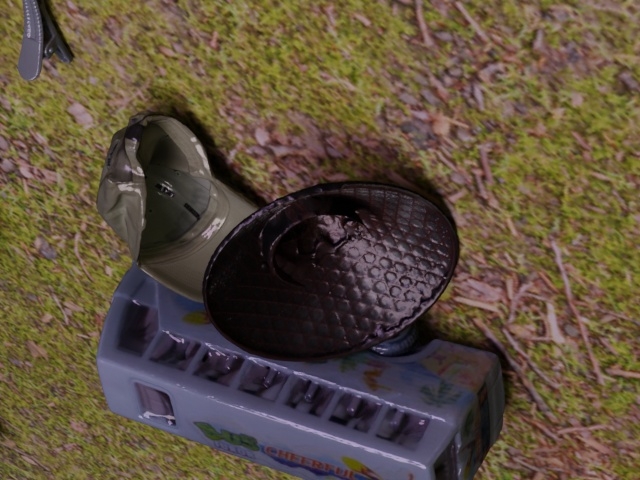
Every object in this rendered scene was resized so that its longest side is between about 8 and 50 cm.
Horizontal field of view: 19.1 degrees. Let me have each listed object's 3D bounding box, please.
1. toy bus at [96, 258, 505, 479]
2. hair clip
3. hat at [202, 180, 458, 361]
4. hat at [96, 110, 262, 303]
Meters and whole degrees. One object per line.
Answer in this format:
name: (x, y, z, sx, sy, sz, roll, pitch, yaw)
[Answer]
toy bus: (-0.025, 0.111, 1.518, 0.330, 0.136, 0.109, 16, 142, 23)
hair clip: (-0.216, -0.167, 1.407, 0.030, 0.039, 0.115, 12, 140, 21)
hat: (0.000, 0.000, 1.412, 0.193, 0.082, 0.193, -9, 137, -9)
hat: (-0.105, -0.031, 1.476, 0.166, 0.081, 0.122, 30, 111, -24)
